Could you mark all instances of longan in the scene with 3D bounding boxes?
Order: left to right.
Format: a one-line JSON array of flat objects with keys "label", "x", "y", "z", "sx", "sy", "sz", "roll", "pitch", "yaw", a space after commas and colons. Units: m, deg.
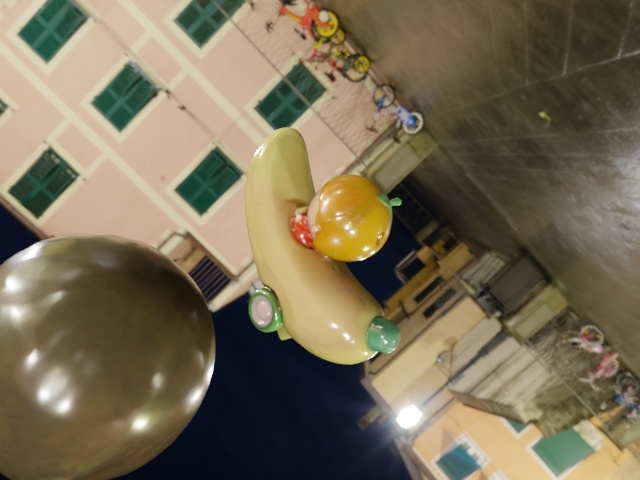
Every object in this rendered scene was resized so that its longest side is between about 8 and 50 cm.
[{"label": "longan", "x": -0.227, "y": 0.116, "z": 0.556, "sx": 0.258, "sy": 0.258, "sz": 0.258, "roll": 45, "pitch": -173, "yaw": -7}]

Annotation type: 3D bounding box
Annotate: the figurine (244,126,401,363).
[{"label": "figurine", "x": 0.000, "y": 0.000, "z": 0.728, "sx": 0.124, "sy": 0.222, "sz": 0.325, "roll": -6, "pitch": -104, "yaw": -47}]
